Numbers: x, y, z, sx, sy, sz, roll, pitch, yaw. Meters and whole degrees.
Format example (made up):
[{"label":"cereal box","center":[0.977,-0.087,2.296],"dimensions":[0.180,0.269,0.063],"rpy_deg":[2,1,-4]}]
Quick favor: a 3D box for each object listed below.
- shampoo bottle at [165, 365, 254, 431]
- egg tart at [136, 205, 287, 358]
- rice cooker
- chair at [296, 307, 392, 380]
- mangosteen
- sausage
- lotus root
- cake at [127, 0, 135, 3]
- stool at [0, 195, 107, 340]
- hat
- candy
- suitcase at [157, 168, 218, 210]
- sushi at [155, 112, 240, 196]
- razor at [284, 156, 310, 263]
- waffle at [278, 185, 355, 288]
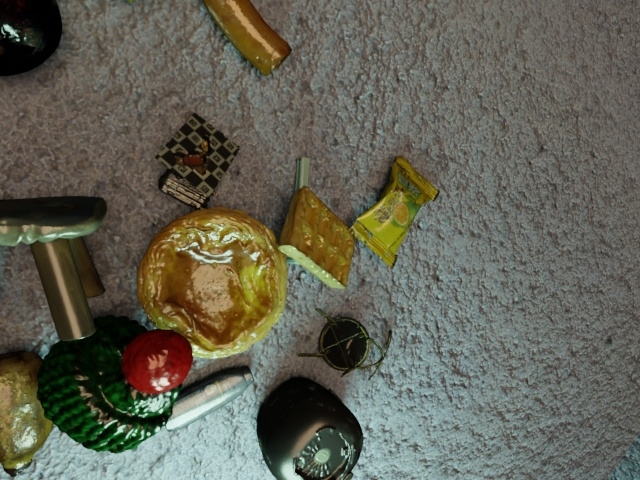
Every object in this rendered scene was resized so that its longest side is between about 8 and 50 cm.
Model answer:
[{"label":"shampoo bottle","center":[-0.281,0.388,1.067],"dimensions":[0.234,0.049,0.087],"rpy_deg":[-24,103,-19]},{"label":"egg tart","center":[-0.243,0.094,0.997],"dimensions":[0.352,0.150,0.351],"rpy_deg":[-2,95,-20]},{"label":"rice cooker","center":[-0.026,0.503,1.095],"dimensions":[0.267,0.224,0.267],"rpy_deg":[-3,98,-25]},{"label":"chair","center":[0.076,0.288,1.166],"dimensions":[0.159,0.170,0.326],"rpy_deg":[-69,157,-7]},{"label":"mangosteen","center":[-0.589,-0.431,0.763],"dimensions":[0.243,0.243,0.242],"rpy_deg":[-3,97,-23]},{"label":"sausage","center":[-0.184,-0.509,0.978],"dimensions":[0.109,0.109,0.270],"rpy_deg":[-45,111,-12]},{"label":"lotus root","center":[-0.624,0.352,0.868],"dimensions":[0.145,0.129,0.260],"rpy_deg":[-8,98,-53]},{"label":"cake","center":[-0.392,-0.631,0.770],"dimensions":[0.222,0.286,0.227],"rpy_deg":[30,84,-23]},{"label":"stool","center":[-0.553,0.044,0.780],"dimensions":[0.310,0.310,0.226],"rpy_deg":[-6,106,-21]},{"label":"hat","center":[-0.373,0.254,0.850],"dimensions":[0.332,0.242,0.274],"rpy_deg":[-34,107,28]},{"label":"candy","center":[0.217,-0.086,1.200],"dimensions":[0.187,0.081,0.297],"rpy_deg":[40,68,-21]},{"label":"suitcase","center":[-0.306,-0.117,0.976],"dimensions":[0.126,0.086,0.059],"rpy_deg":[29,91,-24]},{"label":"sushi","center":[-0.278,-0.194,0.976],"dimensions":[0.139,0.031,0.201],"rpy_deg":[38,44,-19]},{"label":"razor","center":[-0.057,-0.077,1.097],"dimensions":[0.056,0.111,0.277],"rpy_deg":[15,81,-34]},{"label":"waffle","center":[0.000,0.000,1.061],"dimensions":[0.274,0.057,0.167],"rpy_deg":[40,53,-48]}]
